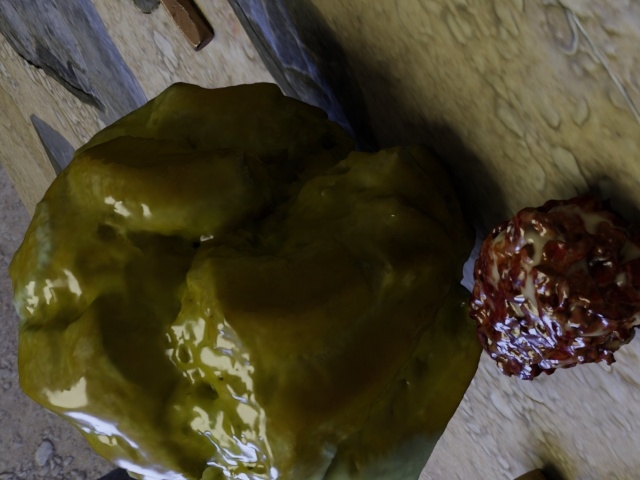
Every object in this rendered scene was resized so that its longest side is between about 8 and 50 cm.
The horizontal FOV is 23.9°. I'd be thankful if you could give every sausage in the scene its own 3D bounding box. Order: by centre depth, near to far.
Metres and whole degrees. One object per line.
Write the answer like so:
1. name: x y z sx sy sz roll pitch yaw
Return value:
1. sausage: -0.143 -0.236 1.458 0.116 0.026 0.026 56 163 4

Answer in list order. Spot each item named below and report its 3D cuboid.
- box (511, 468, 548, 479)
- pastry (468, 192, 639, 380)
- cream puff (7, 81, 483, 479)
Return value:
1. box: 0.164 0.246 1.353 0.037 0.105 0.105 57 164 17
2. pastry: 0.157 0.037 1.014 0.115 0.097 0.208 64 166 9
3. cream puff: -0.031 0.023 1.155 0.378 0.378 0.275 54 132 8
